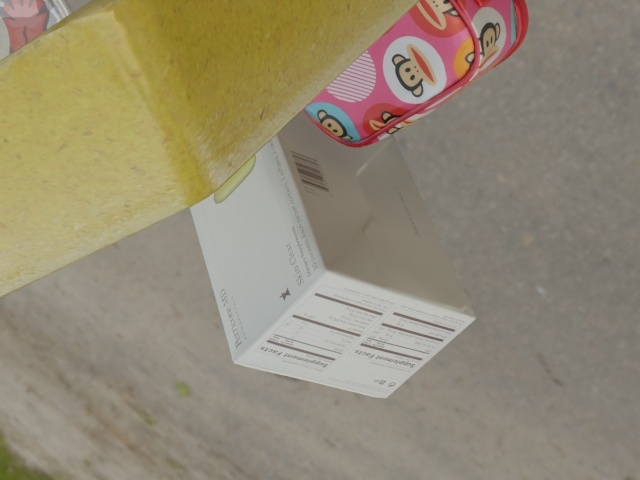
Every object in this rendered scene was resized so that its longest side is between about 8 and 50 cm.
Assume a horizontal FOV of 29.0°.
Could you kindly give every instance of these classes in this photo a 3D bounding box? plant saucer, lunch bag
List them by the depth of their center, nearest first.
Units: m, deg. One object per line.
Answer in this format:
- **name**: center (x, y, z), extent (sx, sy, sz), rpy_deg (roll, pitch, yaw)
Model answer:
- **plant saucer**: center (-0.099, -0.063, 0.580), extent (0.332, 0.333, 0.081), rpy_deg (-24, 106, 36)
- **lunch bag**: center (0.038, -0.248, 1.085), extent (0.258, 0.120, 0.293), rpy_deg (-28, 97, 50)

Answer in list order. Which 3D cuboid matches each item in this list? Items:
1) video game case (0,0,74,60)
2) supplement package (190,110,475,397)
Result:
- **video game case**: center (-0.251, -0.098, 0.955), extent (0.023, 0.183, 0.201), rpy_deg (-112, -4, -59)
- **supplement package**: center (0.000, 0.000, 1.250), extent (0.204, 0.262, 0.145), rpy_deg (18, 127, -38)
